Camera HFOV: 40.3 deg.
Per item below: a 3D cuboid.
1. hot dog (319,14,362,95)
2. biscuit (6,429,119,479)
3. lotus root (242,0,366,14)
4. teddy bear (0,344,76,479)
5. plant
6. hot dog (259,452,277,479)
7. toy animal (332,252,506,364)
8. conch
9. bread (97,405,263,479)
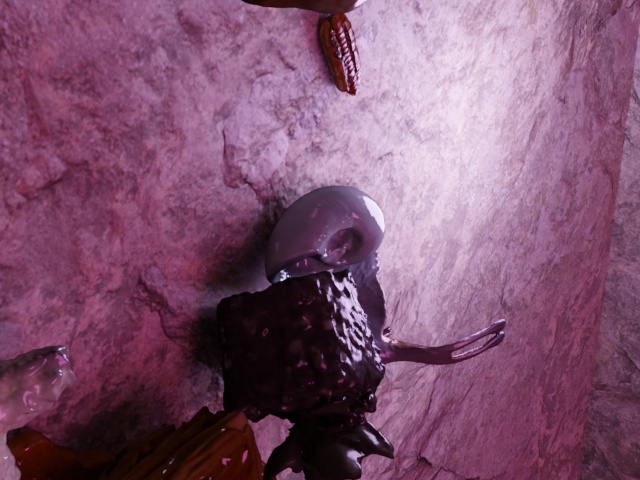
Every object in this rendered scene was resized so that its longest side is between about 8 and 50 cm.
[{"bbox_3d":[0.035,-0.281,1.325,0.062,0.038,0.144,-50,143,-27],"label":"hot dog"},{"bbox_3d":[-0.344,0.362,1.139,0.334,0.047,0.202,39,76,-53],"label":"biscuit"},{"bbox_3d":[-0.040,-0.409,0.992,0.316,0.316,0.250,-44,158,-32],"label":"lotus root"},{"bbox_3d":[-0.337,0.189,0.817,0.327,0.375,0.362,-41,154,-54],"label":"teddy bear"},{"bbox_3d":[-0.018,0.209,1.269,0.213,0.215,0.312,-5,75,-65],"label":"plant"},{"bbox_3d":[-0.164,0.467,1.387,0.196,0.122,0.272,13,95,-54],"label":"hot dog"},{"bbox_3d":[0.116,0.189,1.480,0.302,0.284,0.225,-40,140,-38],"label":"toy animal"},{"bbox_3d":[-0.002,-0.003,1.353,0.221,0.121,0.185,-11,131,-45],"label":"conch"},{"bbox_3d":[-0.208,0.391,1.150,0.277,0.167,0.324,-36,136,-46],"label":"bread"}]
